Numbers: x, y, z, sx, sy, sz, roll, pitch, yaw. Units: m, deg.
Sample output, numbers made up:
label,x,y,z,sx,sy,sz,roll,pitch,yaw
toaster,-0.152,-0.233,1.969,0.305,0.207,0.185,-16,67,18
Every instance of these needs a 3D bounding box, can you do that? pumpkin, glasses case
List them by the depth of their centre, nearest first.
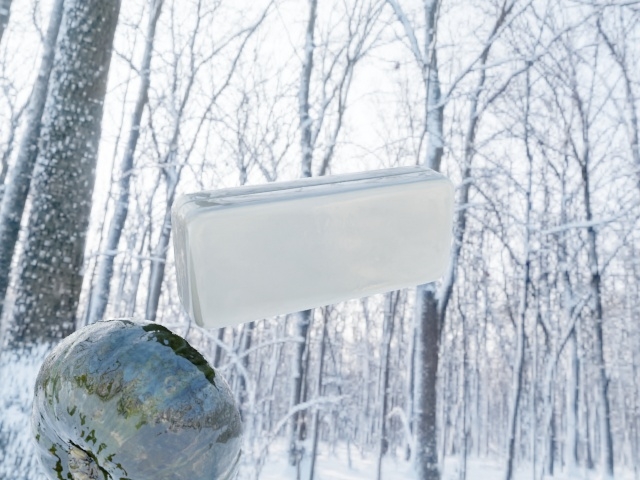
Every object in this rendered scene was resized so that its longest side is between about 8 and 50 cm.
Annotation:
label,x,y,z,sx,sy,sz,roll,pitch,yaw
pumpkin,-0.178,0.181,0.619,0.223,0.224,0.157,-5,15,33
glasses case,0.000,0.000,0.751,0.336,0.144,0.076,-9,23,-24
